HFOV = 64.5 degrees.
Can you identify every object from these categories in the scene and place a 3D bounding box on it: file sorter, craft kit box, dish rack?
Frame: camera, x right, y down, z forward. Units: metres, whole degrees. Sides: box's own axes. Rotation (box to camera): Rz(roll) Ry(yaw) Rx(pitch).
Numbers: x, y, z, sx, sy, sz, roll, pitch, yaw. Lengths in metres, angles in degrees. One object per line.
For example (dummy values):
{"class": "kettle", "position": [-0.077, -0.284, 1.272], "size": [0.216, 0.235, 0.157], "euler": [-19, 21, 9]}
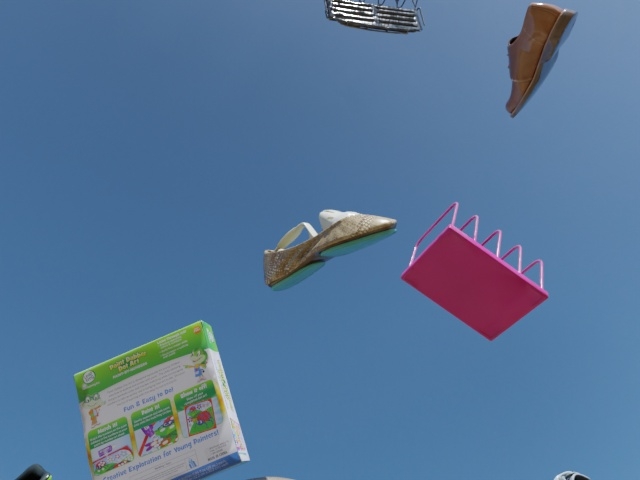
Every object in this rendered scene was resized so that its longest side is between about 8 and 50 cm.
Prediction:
{"class": "file sorter", "position": [0.399, 0.069, 1.317], "size": [0.291, 0.182, 0.202], "euler": [35, -52, -3]}
{"class": "craft kit box", "position": [-0.273, 0.297, 0.856], "size": [0.250, 0.246, 0.061], "euler": [-23, -22, 1]}
{"class": "dish rack", "position": [0.092, -0.494, 0.944], "size": [0.208, 0.271, 0.074], "euler": [1, -31, -12]}

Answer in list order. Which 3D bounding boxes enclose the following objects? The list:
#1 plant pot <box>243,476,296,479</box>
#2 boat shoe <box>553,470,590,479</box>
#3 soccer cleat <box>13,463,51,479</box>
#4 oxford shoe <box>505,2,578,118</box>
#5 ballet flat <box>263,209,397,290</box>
{"class": "plant pot", "position": [-0.013, 0.381, 0.480], "size": [0.323, 0.323, 0.280], "euler": [19, -39, -22]}
{"class": "boat shoe", "position": [0.389, 0.383, 0.750], "size": [0.079, 0.227, 0.081], "euler": [-9, -97, -37]}
{"class": "soccer cleat", "position": [-0.232, 0.142, 0.258], "size": [0.179, 0.060, 0.072], "euler": [31, -108, -47]}
{"class": "oxford shoe", "position": [0.327, -0.283, 0.803], "size": [0.076, 0.076, 0.212], "euler": [-49, -20, -22]}
{"class": "ballet flat", "position": [0.000, 0.000, 0.652], "size": [0.206, 0.067, 0.073], "euler": [-27, -17, 27]}
